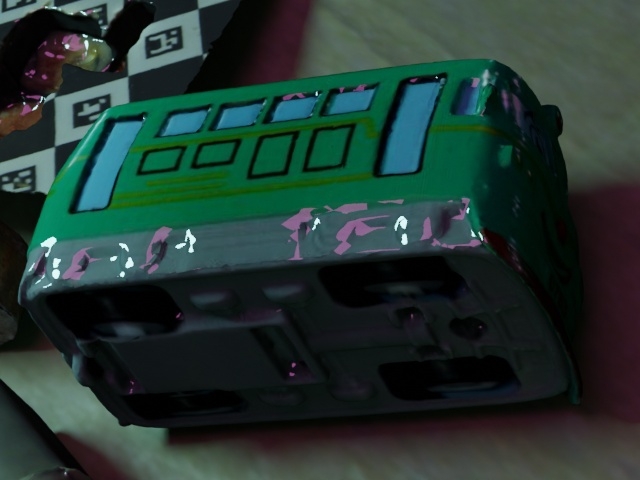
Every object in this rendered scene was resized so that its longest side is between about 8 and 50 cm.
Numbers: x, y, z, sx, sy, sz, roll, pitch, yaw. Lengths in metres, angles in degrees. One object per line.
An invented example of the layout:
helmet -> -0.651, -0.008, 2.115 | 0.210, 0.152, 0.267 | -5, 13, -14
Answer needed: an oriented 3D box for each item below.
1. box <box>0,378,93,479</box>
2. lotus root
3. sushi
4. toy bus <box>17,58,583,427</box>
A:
box -> -0.262, 0.220, 1.274 | 0.274, 0.138, 0.178 | -40, 40, -4
lotus root -> -0.272, 0.024, 1.415 | 0.112, 0.122, 0.081 | -17, 49, 27
sushi -> -0.204, -0.123, 1.511 | 0.294, 0.059, 0.292 | 4, 48, 26
toy bus -> 0.000, 0.000, 1.257 | 0.344, 0.183, 0.199 | -5, 50, 23
